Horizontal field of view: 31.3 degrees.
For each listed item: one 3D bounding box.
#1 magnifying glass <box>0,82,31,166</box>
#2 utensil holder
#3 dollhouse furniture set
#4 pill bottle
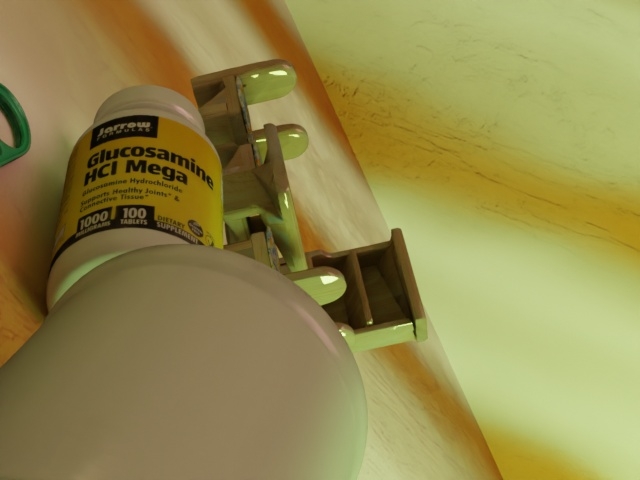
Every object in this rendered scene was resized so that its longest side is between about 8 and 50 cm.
[{"bbox_3d":[-0.355,-0.095,1.229,0.092,0.026,0.231,54,20,-35],"label":"magnifying glass"},{"bbox_3d":[-0.151,0.218,0.900,0.328,0.327,0.385,62,19,-12],"label":"utensil holder"},{"bbox_3d":[0.000,0.000,1.595,0.394,0.256,0.362,79,-2,-54],"label":"dollhouse furniture set"},{"bbox_3d":[-0.206,-0.031,1.320,0.188,0.187,0.334,53,19,-37],"label":"pill bottle"}]
